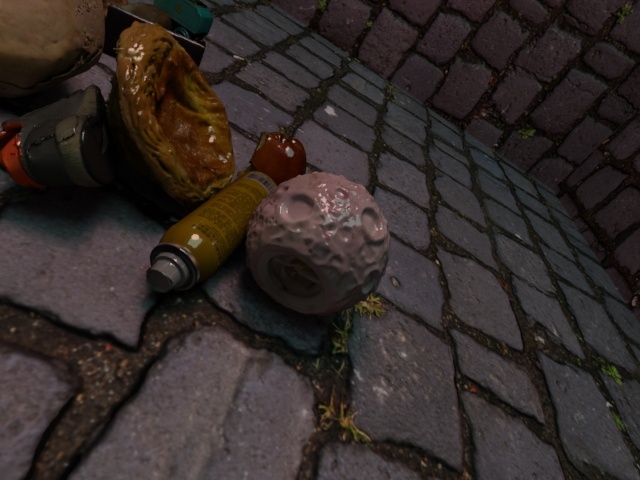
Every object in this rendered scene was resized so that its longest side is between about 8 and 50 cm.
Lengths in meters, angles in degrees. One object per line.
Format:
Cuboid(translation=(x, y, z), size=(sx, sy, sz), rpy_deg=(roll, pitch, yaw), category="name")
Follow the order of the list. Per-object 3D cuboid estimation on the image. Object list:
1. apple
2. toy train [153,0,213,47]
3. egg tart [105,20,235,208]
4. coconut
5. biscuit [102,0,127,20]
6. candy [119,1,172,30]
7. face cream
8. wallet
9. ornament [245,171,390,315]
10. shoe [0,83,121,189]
Cuboid(translation=(-0.102, -0.162, 0.935), size=(0.147, 0.158, 0.156), rpy_deg=(36, 29, -3), category="apple")
Cuboid(translation=(-0.447, -0.716, 1.319), size=(0.198, 0.154, 0.107), rpy_deg=(34, 30, -1), category="toy train")
Cuboid(translation=(-0.292, -0.222, 0.780), size=(0.352, 0.150, 0.351), rpy_deg=(-11, 90, -78), category="egg tart")
Cuboid(translation=(-0.575, -0.437, 0.725), size=(0.353, 0.352, 0.352), rpy_deg=(23, 35, -18), category="coconut")
Cuboid(translation=(-0.761, -0.721, 1.094), size=(0.446, 0.104, 0.429), rpy_deg=(13, 40, -26), category="biscuit")
Cuboid(translation=(-0.517, -0.613, 1.175), size=(0.104, 0.102, 0.234), rpy_deg=(27, 37, -13), category="candy")
Cuboid(translation=(-0.185, -0.021, 0.737), size=(0.105, 0.105, 0.348), rpy_deg=(34, 34, -2), category="face cream")
Cuboid(translation=(-0.448, -0.517, 1.097), size=(0.244, 0.124, 0.025), rpy_deg=(16, 31, -27), category="wallet")
Cuboid(translation=(0.000, 0.000, 0.731), size=(0.259, 0.259, 0.225), rpy_deg=(36, 47, 0), category="ornament")
Cuboid(translation=(-0.447, -0.168, 0.690), size=(0.171, 0.132, 0.336), rpy_deg=(-15, 34, -14), category="shoe")
